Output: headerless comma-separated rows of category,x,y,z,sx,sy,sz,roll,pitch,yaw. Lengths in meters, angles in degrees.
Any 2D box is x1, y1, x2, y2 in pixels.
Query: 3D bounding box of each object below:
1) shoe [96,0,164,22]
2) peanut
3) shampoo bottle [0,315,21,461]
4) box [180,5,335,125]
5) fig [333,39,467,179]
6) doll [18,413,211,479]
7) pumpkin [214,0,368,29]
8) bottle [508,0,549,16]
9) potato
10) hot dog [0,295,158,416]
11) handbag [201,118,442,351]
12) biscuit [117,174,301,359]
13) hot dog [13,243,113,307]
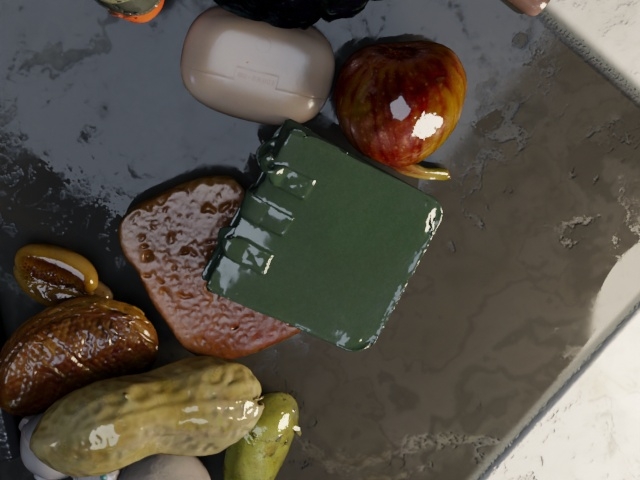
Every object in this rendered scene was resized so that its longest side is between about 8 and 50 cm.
shoe,-0.295,-0.389,1.177,0.132,0.171,0.336,-41,73,-6
peanut,-0.234,0.240,1.297,0.313,0.149,0.149,-13,108,-24
shampoo bottle,-0.495,0.165,1.352,0.098,0.071,0.309,-6,107,-1
box,-0.081,-0.228,1.251,0.200,0.088,0.146,12,108,-6
fig,0.103,-0.154,1.256,0.175,0.175,0.207,0,125,-3
doll,-0.304,0.330,1.378,0.287,0.151,0.151,28,103,-7
pumpkin,-0.023,-0.425,1.107,0.364,0.266,0.363,-2,106,-8
bottle,0.240,-0.353,1.251,0.140,0.053,0.053,36,101,-12
potato,-0.094,0.307,1.412,0.105,0.085,0.188,4,111,-27
hot dog,-0.339,0.163,1.317,0.227,0.099,0.160,-19,135,-25
handbag,0.000,0.000,1.271,0.260,0.079,0.247,26,101,-19
biscuit,-0.119,0.026,1.343,0.262,0.052,0.277,-30,107,3
hot dog,-0.358,0.052,1.337,0.140,0.060,0.089,17,109,-1
